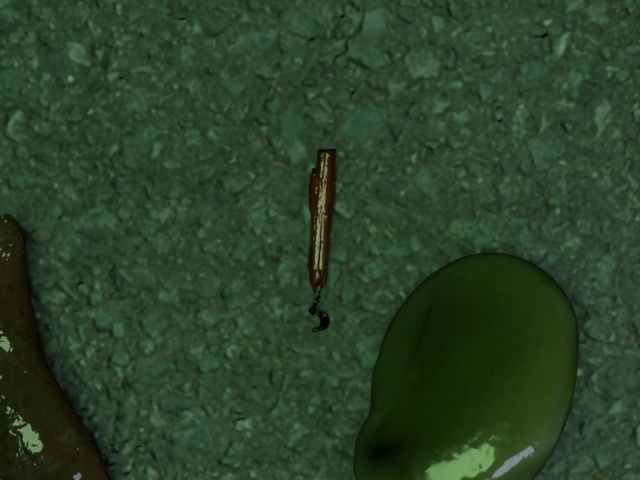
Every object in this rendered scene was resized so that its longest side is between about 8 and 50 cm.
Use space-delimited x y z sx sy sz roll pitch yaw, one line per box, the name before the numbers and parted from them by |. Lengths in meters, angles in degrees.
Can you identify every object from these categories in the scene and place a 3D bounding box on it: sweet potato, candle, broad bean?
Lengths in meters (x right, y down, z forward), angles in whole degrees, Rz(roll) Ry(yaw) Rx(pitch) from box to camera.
sweet potato | -0.269 0.151 1.623 0.114 0.092 0.341 -21 87 -11
candle | 0.000 0.000 1.633 0.026 0.021 0.167 3 90 33
broad bean | 0.126 0.132 1.553 0.189 0.121 0.263 15 81 32
